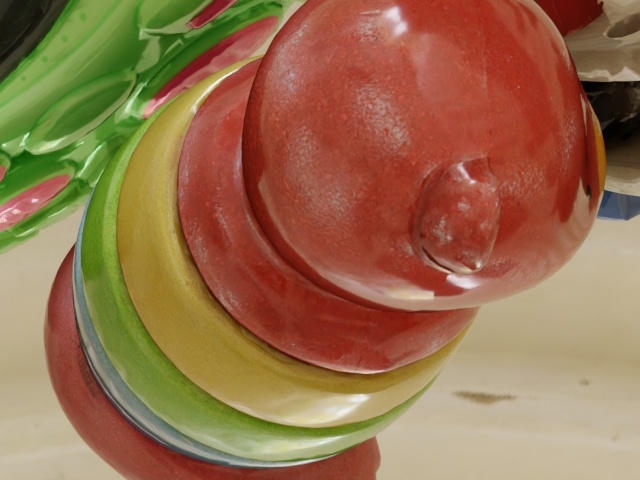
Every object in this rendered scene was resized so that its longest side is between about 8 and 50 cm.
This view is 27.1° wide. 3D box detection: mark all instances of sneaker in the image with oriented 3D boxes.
[{"bbox_3d":[-0.156,-0.129,0.628,0.482,0.185,0.202,-35,-103,8],"label":"sneaker"}]

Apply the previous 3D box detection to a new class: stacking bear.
[{"bbox_3d":[0.000,0.000,0.491,0.289,0.164,0.175,136,-40,-61],"label":"stacking bear"}]

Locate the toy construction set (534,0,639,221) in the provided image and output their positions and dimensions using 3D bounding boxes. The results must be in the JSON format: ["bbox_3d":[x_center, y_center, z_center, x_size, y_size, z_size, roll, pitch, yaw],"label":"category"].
[{"bbox_3d":[0.209,-0.101,0.446,0.237,0.257,0.309,-101,-170,-67],"label":"toy construction set"}]
